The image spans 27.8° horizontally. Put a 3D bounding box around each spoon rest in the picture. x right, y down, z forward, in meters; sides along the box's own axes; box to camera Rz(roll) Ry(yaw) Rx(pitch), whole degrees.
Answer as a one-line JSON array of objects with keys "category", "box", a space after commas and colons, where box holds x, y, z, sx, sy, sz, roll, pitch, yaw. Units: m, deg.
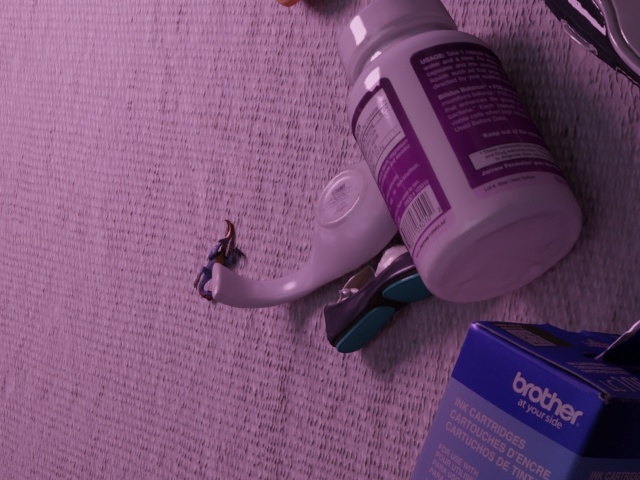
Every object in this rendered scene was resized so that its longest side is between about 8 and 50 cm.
[{"category": "spoon rest", "box": [0.000, 0.000, 1.475, 0.276, 0.084, 0.137, -32, 41, 28]}]

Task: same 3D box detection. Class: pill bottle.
[{"category": "pill bottle", "box": [0.127, -0.102, 1.301, 0.169, 0.169, 0.301, -43, 56, 32]}]

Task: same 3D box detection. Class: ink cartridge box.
[{"category": "ink cartridge box", "box": [0.206, 0.222, 1.092, 0.151, 0.270, 0.395, 28, 103, 42]}]

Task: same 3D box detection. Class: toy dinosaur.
[{"category": "toy dinosaur", "box": [-0.129, 0.035, 1.639, 0.082, 0.047, 0.090, -49, 19, 39]}]

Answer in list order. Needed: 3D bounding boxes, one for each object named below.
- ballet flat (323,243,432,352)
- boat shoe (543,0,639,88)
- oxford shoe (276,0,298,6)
[{"category": "ballet flat", "box": [0.073, 0.047, 1.401, 0.203, 0.074, 0.074, -40, 57, 36]}, {"category": "boat shoe", "box": [0.291, -0.214, 1.215, 0.114, 0.091, 0.302, -22, 57, -8]}, {"category": "oxford shoe", "box": [-0.096, -0.445, 1.598, 0.130, 0.132, 0.364, -43, 53, 42]}]
